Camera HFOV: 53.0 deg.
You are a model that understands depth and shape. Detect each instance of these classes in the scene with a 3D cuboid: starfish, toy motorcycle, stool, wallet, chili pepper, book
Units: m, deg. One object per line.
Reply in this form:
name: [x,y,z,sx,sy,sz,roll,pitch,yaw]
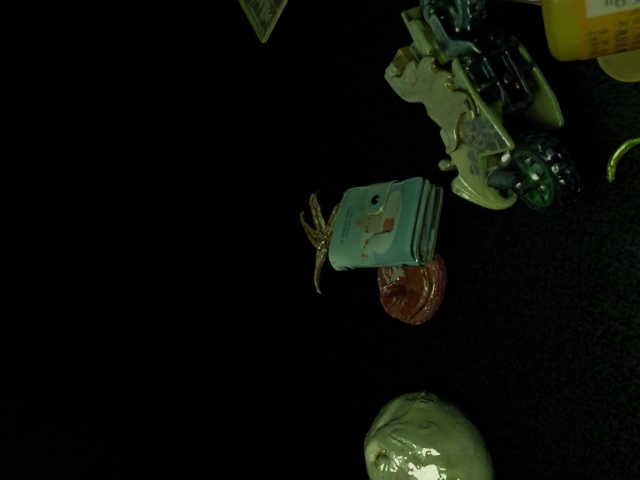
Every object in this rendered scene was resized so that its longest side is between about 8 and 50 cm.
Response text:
starfish: [0.007,-0.001,1.474,0.213,0.057,0.238,16,105,58]
toy motorcycle: [0.246,-0.213,0.996,0.410,0.168,0.237,64,160,4]
stool: [0.432,-0.259,0.828,0.134,0.110,0.135,-35,70,51]
wallet: [0.123,-0.029,1.259,0.250,0.075,0.176,-6,67,53]
chili pepper: [0.437,-0.121,0.923,0.030,0.017,0.083,43,130,29]
book: [-0.134,-0.616,1.586,0.192,0.013,0.168,-52,56,43]

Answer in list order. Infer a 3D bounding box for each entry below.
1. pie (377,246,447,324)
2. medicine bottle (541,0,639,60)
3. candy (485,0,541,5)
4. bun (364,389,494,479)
pie: [0.177,0.077,1.265,0.182,0.049,0.182,2,92,54]
medicine bottle: [0.419,-0.325,0.641,0.384,0.224,0.224,-6,91,25]
candy: [0.307,-0.432,0.941,0.195,0.137,0.185,32,120,43]
bun: [0.181,0.433,1.217,0.283,0.179,0.283,14,108,48]
